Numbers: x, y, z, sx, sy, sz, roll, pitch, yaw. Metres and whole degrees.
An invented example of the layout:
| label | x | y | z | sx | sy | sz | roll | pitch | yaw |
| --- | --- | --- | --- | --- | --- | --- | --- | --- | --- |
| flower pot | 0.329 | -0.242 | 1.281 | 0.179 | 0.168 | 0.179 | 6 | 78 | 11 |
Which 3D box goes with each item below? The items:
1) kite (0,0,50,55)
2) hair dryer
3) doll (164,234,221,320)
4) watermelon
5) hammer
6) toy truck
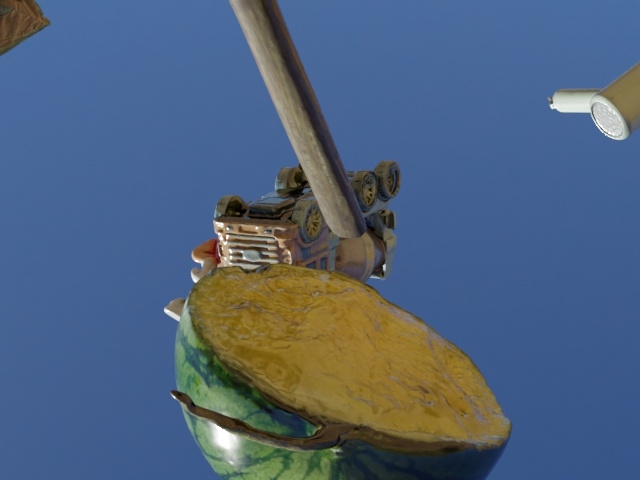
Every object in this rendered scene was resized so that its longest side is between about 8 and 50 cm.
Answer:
| label | x | y | z | sx | sy | sz | roll | pitch | yaw |
| --- | --- | --- | --- | --- | --- | --- | --- | --- | --- |
| kite | -0.387 | -0.254 | 1.265 | 0.314 | 0.011 | 0.335 | 18 | -129 | -38 |
| hair dryer | 0.207 | -0.106 | 0.998 | 0.063 | 0.038 | 0.124 | -37 | -162 | -17 |
| doll | -0.063 | 0.038 | 1.595 | 0.183 | 0.085 | 0.217 | 27 | -122 | 7 |
| watermelon | 0.002 | 0.106 | 0.803 | 0.204 | 0.127 | 0.232 | 21 | -160 | -8 |
| hammer | -0.029 | -0.117 | 0.945 | 0.111 | 0.365 | 0.043 | 14 | -121 | 28 |
| toy truck | 0.000 | 0.000 | 1.375 | 0.108 | 0.140 | 0.257 | 5 | -161 | 29 |
